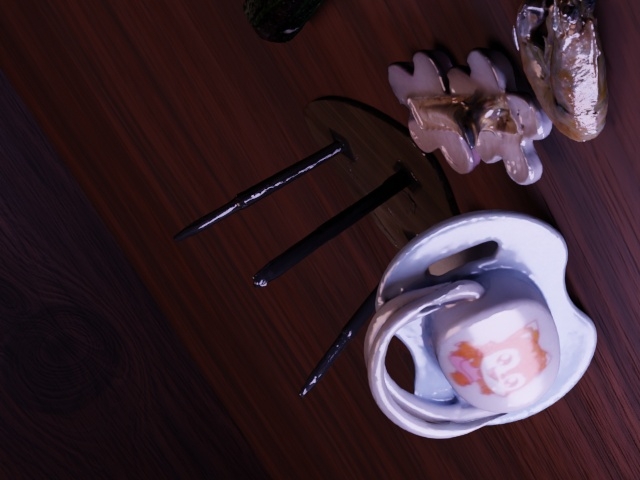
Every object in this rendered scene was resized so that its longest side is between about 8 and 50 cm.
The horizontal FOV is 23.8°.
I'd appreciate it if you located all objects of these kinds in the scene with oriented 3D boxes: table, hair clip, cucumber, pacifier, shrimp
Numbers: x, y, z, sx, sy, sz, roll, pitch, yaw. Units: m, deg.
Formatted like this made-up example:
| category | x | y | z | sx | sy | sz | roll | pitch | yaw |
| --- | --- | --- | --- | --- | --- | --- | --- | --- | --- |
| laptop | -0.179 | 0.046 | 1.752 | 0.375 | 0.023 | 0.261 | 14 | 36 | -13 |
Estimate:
| category | x | y | z | sx | sy | sz | roll | pitch | yaw |
| --- | --- | --- | --- | --- | --- | --- | --- | --- | --- |
| table | 0.000 | 0.000 | 1.844 | 0.317 | 0.249 | 0.317 | 47 | 164 | 18 |
| hair clip | 0.143 | -0.123 | 1.516 | 0.146 | 0.075 | 0.257 | 60 | 169 | -17 |
| cucumber | -0.030 | -0.276 | 1.659 | 0.074 | 0.074 | 0.241 | 53 | 163 | -2 |
| pacifier | 0.161 | 0.066 | 1.667 | 0.233 | 0.244 | 0.299 | -98 | -14 | -53 |
| shrimp | 0.200 | -0.169 | 1.296 | 0.126 | 0.047 | 0.223 | 55 | 169 | 31 |
